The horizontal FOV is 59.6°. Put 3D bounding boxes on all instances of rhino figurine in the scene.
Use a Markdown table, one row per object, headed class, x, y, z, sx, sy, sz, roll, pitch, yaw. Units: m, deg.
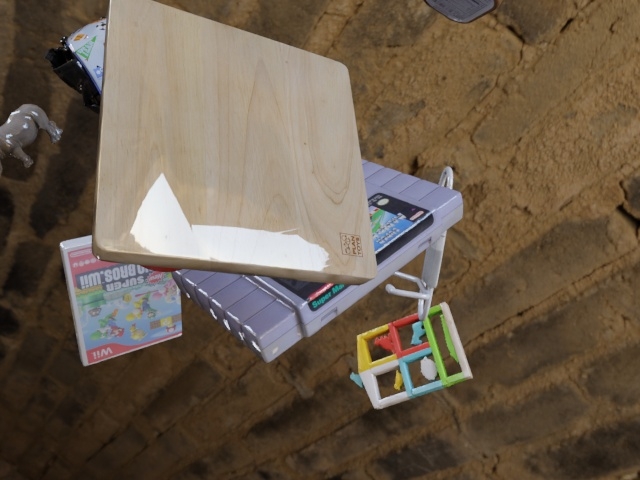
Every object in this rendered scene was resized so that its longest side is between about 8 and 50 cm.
| class | x | y | z | sx | sy | sz | roll | pitch | yaw |
| --- | --- | --- | --- | --- | --- | --- | --- | --- | --- |
| rhino figurine | -0.709 | -0.217 | 1.284 | 0.073 | 0.243 | 0.106 | 1 | -43 | 42 |

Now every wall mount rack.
| class | x | y | z | sx | sy | sz | roll | pitch | yaw |
| --- | --- | --- | --- | --- | --- | --- | --- | --- | --- |
| wall mount rack | 0.204 | -0.004 | 1.292 | 0.130 | 0.304 | 0.351 | 9 | -82 | 0 |

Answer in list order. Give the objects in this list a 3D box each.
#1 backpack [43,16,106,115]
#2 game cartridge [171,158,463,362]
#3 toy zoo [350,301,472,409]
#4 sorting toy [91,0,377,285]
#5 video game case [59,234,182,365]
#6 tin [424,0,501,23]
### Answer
| class | x | y | z | sx | sy | sz | roll | pitch | yaw |
| --- | --- | --- | --- | --- | --- | --- | --- | --- | --- |
| backpack | -0.340 | -0.282 | 1.013 | 0.213 | 0.263 | 0.277 | -34 | -67 | -2 |
| game cartridge | 0.000 | 0.000 | 0.764 | 0.230 | 0.355 | 0.068 | 23 | -42 | 47 |
| toy zoo | 0.204 | 0.292 | 1.375 | 0.293 | 0.193 | 0.030 | -24 | -33 | 19 |
| sorting toy | -0.088 | -0.080 | 0.550 | 0.255 | 0.257 | 0.089 | 8 | -26 | -30 |
| video game case | -0.369 | 0.102 | 1.070 | 0.025 | 0.203 | 0.285 | 44 | -42 | 42 |
| tin | 0.223 | -0.392 | 0.880 | 0.106 | 0.190 | 0.040 | 24 | -85 | -11 |
